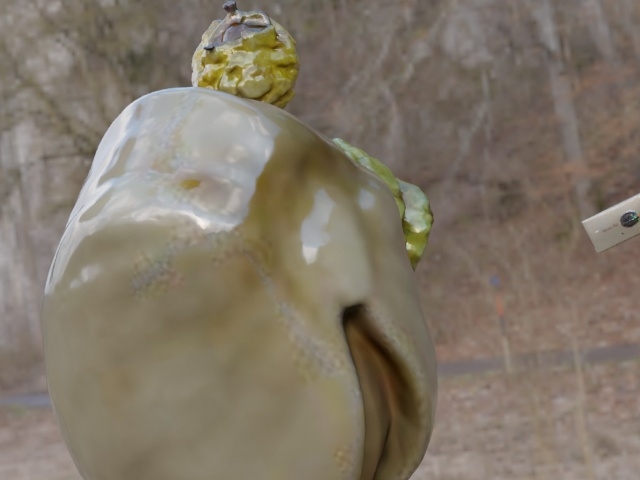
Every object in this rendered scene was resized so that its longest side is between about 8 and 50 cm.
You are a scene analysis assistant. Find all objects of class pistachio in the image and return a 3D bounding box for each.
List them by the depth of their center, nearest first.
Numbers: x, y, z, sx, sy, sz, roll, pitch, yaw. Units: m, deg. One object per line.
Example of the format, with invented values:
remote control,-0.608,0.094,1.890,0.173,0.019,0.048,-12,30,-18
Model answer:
pistachio,-0.071,0.089,1.169,0.281,0.445,0.365,-27,41,-36

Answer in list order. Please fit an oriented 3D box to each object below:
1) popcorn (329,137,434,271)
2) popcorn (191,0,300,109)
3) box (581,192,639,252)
popcorn,-0.009,0.003,1.881,0.282,0.282,0.247,-12,-30,41
popcorn,-0.097,-0.225,1.879,0.148,0.152,0.167,-34,34,-13
box,0.189,-0.013,0.897,0.053,0.024,0.083,-26,-4,9
